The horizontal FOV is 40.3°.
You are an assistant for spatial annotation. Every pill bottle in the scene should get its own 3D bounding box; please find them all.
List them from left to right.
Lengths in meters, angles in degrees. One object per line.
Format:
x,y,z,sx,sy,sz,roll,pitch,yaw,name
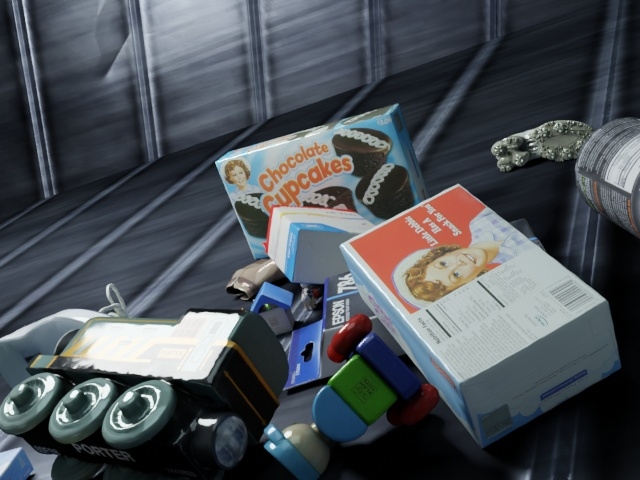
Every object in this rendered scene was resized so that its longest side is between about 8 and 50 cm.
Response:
0.391,-0.058,0.983,0.130,0.130,0.246,-21,18,1,pill bottle

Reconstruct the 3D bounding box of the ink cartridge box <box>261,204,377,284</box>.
0.000,0.000,1.269,0.134,0.078,0.231,3,12,-16,ink cartridge box

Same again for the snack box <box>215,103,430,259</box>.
0.004,-0.090,1.431,0.321,0.187,0.060,-13,19,25,snack box

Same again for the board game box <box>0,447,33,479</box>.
-0.431,0.318,0.953,0.160,0.039,0.211,-17,17,13,board game box

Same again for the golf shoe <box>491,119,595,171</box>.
0.375,-0.167,1.445,0.176,0.069,0.086,-7,16,35,golf shoe

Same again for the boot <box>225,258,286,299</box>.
-0.088,0.059,1.346,0.118,0.042,0.087,-5,30,45,boot

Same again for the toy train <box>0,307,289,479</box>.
-0.189,0.162,0.917,0.333,0.142,0.190,-4,40,38,toy train

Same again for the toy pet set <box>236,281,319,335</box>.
-0.071,0.082,1.202,0.122,0.065,0.114,-18,17,10,toy pet set

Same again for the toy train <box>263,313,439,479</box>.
0.016,0.165,0.840,0.143,0.105,0.248,-42,-8,-10,toy train

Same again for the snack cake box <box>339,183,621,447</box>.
0.145,0.060,0.855,0.152,0.089,0.264,-28,34,-7,snack cake box

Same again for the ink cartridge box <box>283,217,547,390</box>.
0.105,0.071,1.034,0.332,0.065,0.165,-19,18,7,ink cartridge box

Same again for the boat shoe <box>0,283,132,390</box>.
-0.312,0.143,1.221,0.367,0.136,0.156,-16,12,48,boat shoe
